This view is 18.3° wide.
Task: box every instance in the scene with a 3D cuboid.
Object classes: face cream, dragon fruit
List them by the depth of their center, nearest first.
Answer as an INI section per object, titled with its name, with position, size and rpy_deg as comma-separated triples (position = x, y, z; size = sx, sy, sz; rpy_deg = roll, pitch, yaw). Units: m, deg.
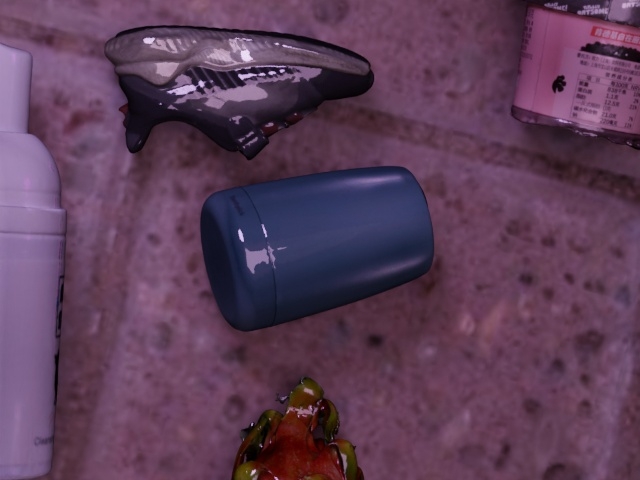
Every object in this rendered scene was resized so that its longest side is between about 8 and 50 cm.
[face cream]
position = -0.273, 0.000, 1.590
size = 0.145, 0.145, 0.370
rpy_deg = 4, 92, -14
[dragon fruit]
position = -0.029, 0.206, 1.682
size = 0.142, 0.138, 0.175
rpy_deg = 33, 47, -49

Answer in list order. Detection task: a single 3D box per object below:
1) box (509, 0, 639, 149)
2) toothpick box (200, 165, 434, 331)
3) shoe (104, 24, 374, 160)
[box]
position = 0.236, -0.155, 1.712
size = 0.151, 0.151, 0.135
rpy_deg = 10, 98, -14
[toothpick box]
position = 0.000, 0.000, 1.673
size = 0.184, 0.120, 0.120
rpy_deg = -14, 95, -16
[shoe]
position = -0.071, -0.122, 1.668
size = 0.227, 0.099, 0.112
rpy_deg = 5, 98, -10
